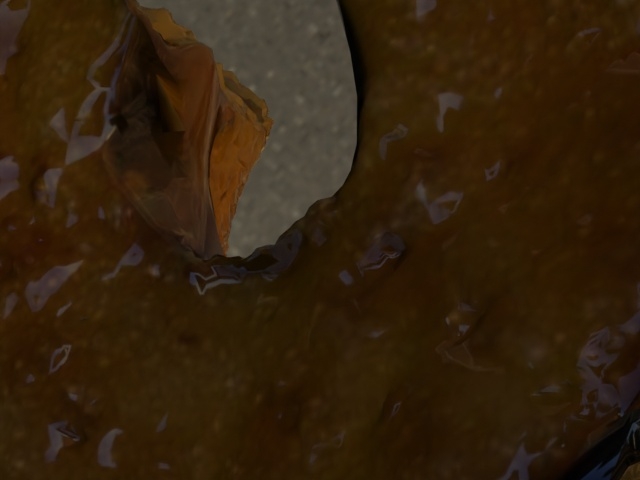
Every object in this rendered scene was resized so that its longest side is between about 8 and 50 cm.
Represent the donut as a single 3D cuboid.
[{"bbox_3d":[0.000,0.000,0.727,0.435,0.377,0.163,-16,150,29],"label":"donut"}]
